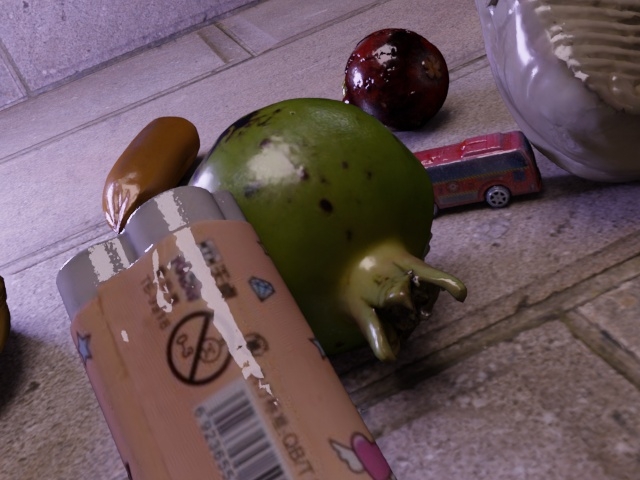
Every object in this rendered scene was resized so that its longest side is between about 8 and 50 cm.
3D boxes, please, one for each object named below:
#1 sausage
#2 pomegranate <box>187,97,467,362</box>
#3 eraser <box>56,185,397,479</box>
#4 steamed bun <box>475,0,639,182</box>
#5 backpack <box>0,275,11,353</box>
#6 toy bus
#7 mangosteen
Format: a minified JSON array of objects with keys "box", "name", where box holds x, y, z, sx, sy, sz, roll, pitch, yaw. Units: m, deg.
[{"box":[-0.291,-0.108,1.161,0.112,0.112,0.328,-11,33,18],"name":"sausage"},{"box":[0.000,0.000,0.659,0.260,0.260,0.341,-31,34,-18],"name":"pomegranate"},{"box":[-0.078,0.112,0.500,0.171,0.087,0.290,-35,65,6],"name":"eraser"},{"box":[0.318,-0.215,0.780,0.310,0.219,0.324,-21,71,-17],"name":"steamed bun"},{"box":[-0.541,0.120,0.838,0.378,0.201,0.353,2,41,41],"name":"backpack"},{"box":[0.163,-0.077,0.837,0.192,0.077,0.065,-10,33,20],"name":"toy bus"},{"box":[0.104,-0.237,1.073,0.180,0.166,0.166,-30,15,48],"name":"mangosteen"}]
